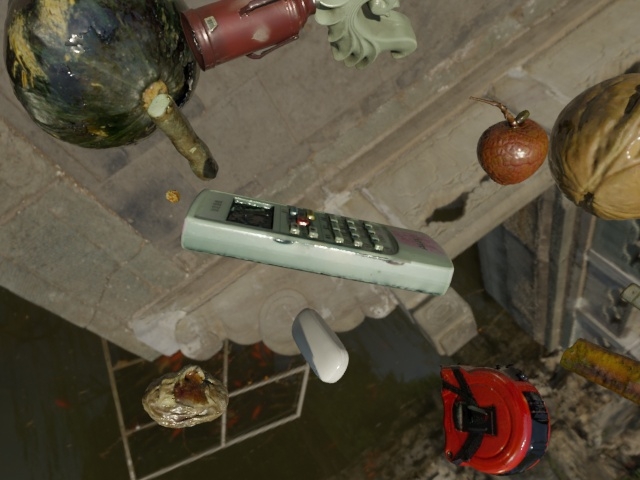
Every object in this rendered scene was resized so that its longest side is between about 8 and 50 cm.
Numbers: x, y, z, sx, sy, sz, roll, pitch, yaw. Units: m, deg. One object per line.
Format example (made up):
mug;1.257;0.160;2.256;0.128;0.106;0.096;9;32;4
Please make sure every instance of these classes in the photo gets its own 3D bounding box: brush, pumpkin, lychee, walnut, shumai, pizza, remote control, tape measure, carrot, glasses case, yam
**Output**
brush;0.604;0.143;0.780;0.034;0.190;0.027;-55;154;15
pumpkin;-0.494;-0.425;1.091;0.454;0.344;0.454;-41;156;-23
lychee;0.287;-0.144;0.701;0.114;0.101;0.140;-11;153;5
walnut;0.672;-0.210;1.014;0.333;0.333;0.333;-21;138;-21
shumai;-0.332;0.371;1.146;0.209;0.161;0.153;10;135;-6
pizza;-0.371;-0.113;1.165;0.037;0.016;0.083;17;162;-15
remote control;0.000;-0.001;0.615;0.344;0.145;0.050;10;110;-9
tape measure;0.395;0.407;1.079;0.114;0.253;0.260;15;157;-31
carrot;0.818;0.365;1.239;0.114;0.302;0.114;-30;132;-39
glasses case;-0.005;0.207;0.933;0.049;0.193;0.074;28;99;-33
yam;-0.269;-0.199;0.925;0.061;0.061;0.253;-35;159;-5

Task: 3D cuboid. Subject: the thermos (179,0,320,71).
thermos;-0.104;-0.366;0.766;0.232;0.099;0.124;-25;-177;-13

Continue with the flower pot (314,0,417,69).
flower pot;0.126;-0.638;1.319;0.254;0.164;0.367;-16;158;14
